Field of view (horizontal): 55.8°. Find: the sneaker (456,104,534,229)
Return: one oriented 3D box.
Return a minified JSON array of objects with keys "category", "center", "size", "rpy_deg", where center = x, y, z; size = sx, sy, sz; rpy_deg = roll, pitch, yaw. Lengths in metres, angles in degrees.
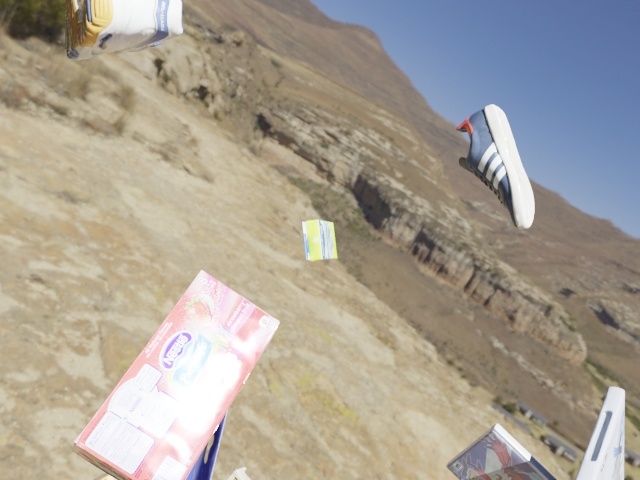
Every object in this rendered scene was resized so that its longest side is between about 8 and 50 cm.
[{"category":"sneaker","center":[0.465,-0.183,1.640],"size":[0.131,0.148,0.349],"rpy_deg":[8,65,-56]}]

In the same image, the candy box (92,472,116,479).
[{"category":"candy box","center":[-0.569,0.726,1.606],"size":[0.182,0.088,0.316],"rpy_deg":[67,13,6]}]

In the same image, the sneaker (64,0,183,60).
[{"category":"sneaker","center":[-0.280,-0.301,0.844],"size":[0.131,0.111,0.296],"rpy_deg":[-4,21,-29]}]

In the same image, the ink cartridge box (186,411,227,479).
[{"category":"ink cartridge box","center":[-0.268,0.345,1.122],"size":[0.072,0.303,0.307],"rpy_deg":[18,-14,-25]}]

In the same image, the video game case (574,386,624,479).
[{"category":"video game case","center":[0.565,0.514,1.217],"size":[0.036,0.328,0.300],"rpy_deg":[7,30,36]}]

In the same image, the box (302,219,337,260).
[{"category":"box","center":[0.000,0.000,1.662],"size":[0.043,0.109,0.178],"rpy_deg":[-7,-3,16]}]

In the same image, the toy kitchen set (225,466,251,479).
[{"category":"toy kitchen set","center":[-0.223,0.669,1.471],"size":[0.166,0.122,0.207],"rpy_deg":[39,10,25]}]

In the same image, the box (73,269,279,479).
[{"category":"box","center":[-0.212,0.216,0.907],"size":[0.154,0.300,0.142],"rpy_deg":[35,-31,-6]}]

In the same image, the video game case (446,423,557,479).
[{"category":"video game case","center":[0.394,0.510,1.286],"size":[0.201,0.183,0.023],"rpy_deg":[43,38,14]}]
